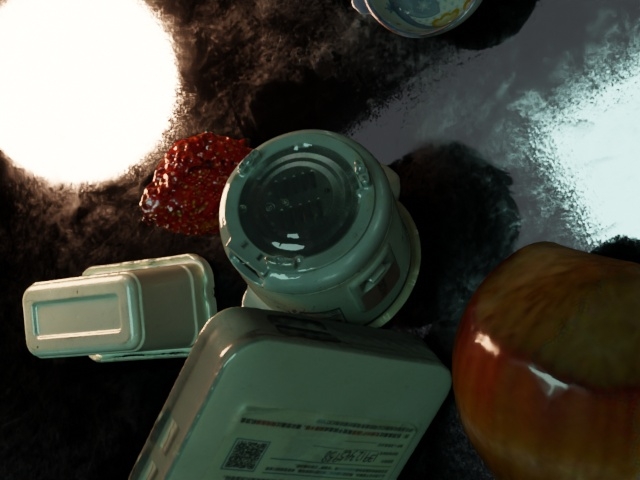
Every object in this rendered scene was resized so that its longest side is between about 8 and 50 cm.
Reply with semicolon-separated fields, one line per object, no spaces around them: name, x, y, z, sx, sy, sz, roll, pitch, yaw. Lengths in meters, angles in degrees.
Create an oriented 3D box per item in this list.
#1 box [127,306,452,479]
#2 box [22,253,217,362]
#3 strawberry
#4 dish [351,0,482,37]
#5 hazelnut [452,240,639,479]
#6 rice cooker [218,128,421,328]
box;-0.050;0.290;1.614;0.396;0.396;0.111;-62;38;19
box;-0.347;0.123;1.938;0.312;0.182;0.175;-7;88;34
strawberry;-0.182;-0.095;1.787;0.098;0.228;0.174;-6;89;34
dish;0.166;-0.396;1.624;0.236;0.086;0.227;5;94;35
hazelnut;0.324;0.180;1.413;0.366;0.366;0.365;2;93;34
rice cooker;0.000;0.000;1.637;0.264;0.317;0.316;34;110;24
